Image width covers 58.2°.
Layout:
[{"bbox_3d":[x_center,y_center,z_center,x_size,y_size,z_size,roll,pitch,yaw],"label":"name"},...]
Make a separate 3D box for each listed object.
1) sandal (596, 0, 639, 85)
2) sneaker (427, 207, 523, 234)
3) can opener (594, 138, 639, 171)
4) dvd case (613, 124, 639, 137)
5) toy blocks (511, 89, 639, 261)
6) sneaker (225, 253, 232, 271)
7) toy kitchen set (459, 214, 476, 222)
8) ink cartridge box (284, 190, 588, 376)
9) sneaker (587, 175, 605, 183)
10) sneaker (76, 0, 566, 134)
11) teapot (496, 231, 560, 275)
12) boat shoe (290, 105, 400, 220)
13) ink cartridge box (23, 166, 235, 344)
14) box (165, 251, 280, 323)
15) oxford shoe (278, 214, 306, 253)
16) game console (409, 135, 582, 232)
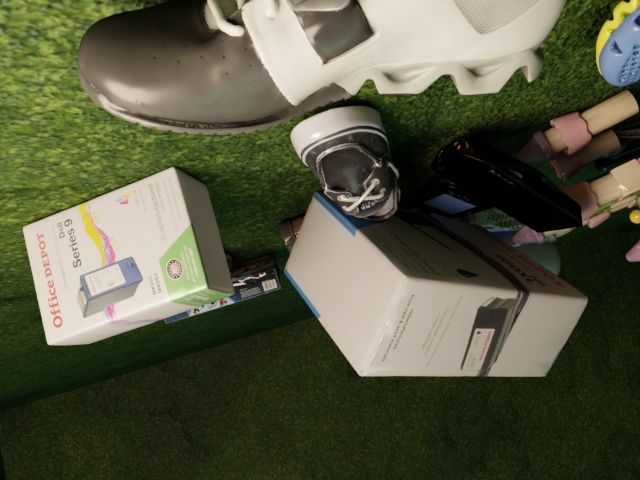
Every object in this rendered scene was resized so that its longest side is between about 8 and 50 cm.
[{"bbox_3d":[0.415,-0.229,0.537,0.126,0.138,0.317,-11,168,-37],"label":"sandal"},{"bbox_3d":[0.355,-0.049,1.362,0.294,0.102,0.146,-11,173,-14],"label":"sneaker"},{"bbox_3d":[0.664,-0.192,1.215,0.186,0.059,0.073,-16,167,-6],"label":"can opener"},{"bbox_3d":[0.625,-0.206,1.004,0.165,0.018,0.221,-11,-173,16],"label":"dvd case"},{"bbox_3d":[0.460,-0.043,1.001,0.260,0.308,0.289,-28,165,15],"label":"toy blocks"},{"bbox_3d":[-0.199,0.056,1.122,0.052,0.058,0.135,-17,169,0],"label":"sneaker"},{"bbox_3d":[0.273,-0.072,1.166,0.083,0.075,0.068,-16,167,-29],"label":"toy kitchen set"},{"bbox_3d":[0.185,0.074,0.947,0.395,0.285,0.166,9,113,-32],"label":"ink cartridge box"},{"bbox_3d":[0.691,-0.099,1.587,0.145,0.090,0.270,-9,168,-43],"label":"sneaker"},{"bbox_3d":[0.009,-0.164,0.360,0.331,0.122,0.146,-14,149,-12],"label":"sneaker"},{"bbox_3d":[0.474,0.020,1.461,0.253,0.187,0.256,-21,-163,8],"label":"teapot"},{"bbox_3d":[0.049,-0.082,0.747,0.108,0.102,0.301,-20,168,10],"label":"boat shoe"},{"bbox_3d":[-0.234,0.024,0.706,0.213,0.154,0.093,-19,168,10],"label":"ink cartridge box"},{"bbox_3d":[-0.199,0.093,1.182,0.233,0.044,0.159,-17,-168,-2],"label":"box"},{"bbox_3d":[0.000,0.000,1.100,0.096,0.082,0.227,-23,168,7],"label":"oxford shoe"},{"bbox_3d":[0.263,-0.072,0.972,0.213,0.043,0.361,30,172,-7],"label":"game console"}]
